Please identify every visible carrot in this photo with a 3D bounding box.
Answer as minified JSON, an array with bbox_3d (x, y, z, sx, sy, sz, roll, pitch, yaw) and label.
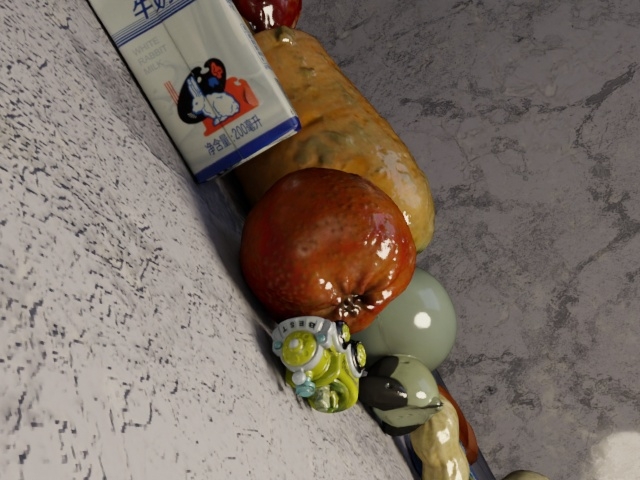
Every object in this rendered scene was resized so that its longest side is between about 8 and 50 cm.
[{"bbox_3d":[-0.002,-0.102,0.909,0.340,0.224,0.224,60,6,7],"label":"carrot"}]

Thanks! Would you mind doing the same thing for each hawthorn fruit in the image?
[{"bbox_3d":[0.000,0.000,0.721,0.179,0.179,0.200,55,8,-43],"label":"hawthorn fruit"}]

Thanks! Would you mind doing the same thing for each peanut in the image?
[{"bbox_3d":[0.178,0.323,1.014,0.082,0.082,0.187,2,76,-83],"label":"peanut"}]

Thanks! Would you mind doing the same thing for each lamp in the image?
[{"bbox_3d":[0.113,0.149,1.002,0.197,0.198,0.243,54,31,-44],"label":"lamp"}]

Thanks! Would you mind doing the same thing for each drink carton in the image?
[{"bbox_3d":[-0.151,-0.229,0.740,0.315,0.131,0.106,60,5,-8],"label":"drink carton"}]

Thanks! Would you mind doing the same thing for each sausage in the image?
[{"bbox_3d":[0.259,0.388,1.411,0.348,0.094,0.097,56,21,-50],"label":"sausage"}]

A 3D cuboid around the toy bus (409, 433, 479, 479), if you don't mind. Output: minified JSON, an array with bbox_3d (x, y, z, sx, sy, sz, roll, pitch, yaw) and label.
[{"bbox_3d":[0.231,0.415,1.121,0.236,0.079,0.094,59,8,-15],"label":"toy bus"}]

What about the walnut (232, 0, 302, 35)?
[{"bbox_3d":[-0.161,-0.369,1.026,0.269,0.222,0.244,45,32,-14],"label":"walnut"}]

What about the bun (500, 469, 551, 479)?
[{"bbox_3d":[0.439,0.613,1.267,0.365,0.219,0.365,43,6,-6],"label":"bun"}]

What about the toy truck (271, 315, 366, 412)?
[{"bbox_3d":[-0.004,0.122,0.650,0.111,0.076,0.077,54,31,-46],"label":"toy truck"}]
